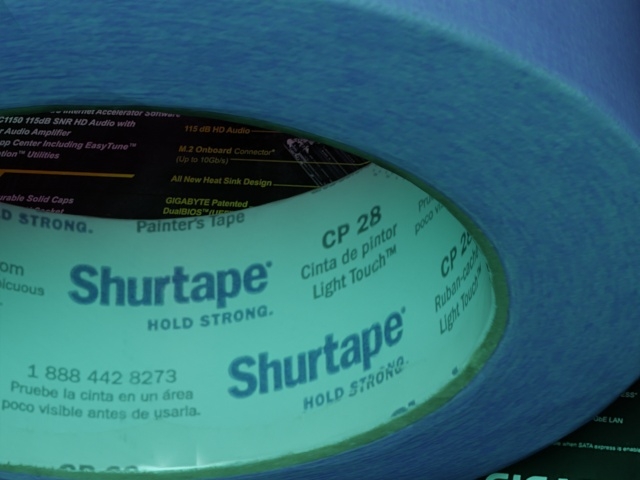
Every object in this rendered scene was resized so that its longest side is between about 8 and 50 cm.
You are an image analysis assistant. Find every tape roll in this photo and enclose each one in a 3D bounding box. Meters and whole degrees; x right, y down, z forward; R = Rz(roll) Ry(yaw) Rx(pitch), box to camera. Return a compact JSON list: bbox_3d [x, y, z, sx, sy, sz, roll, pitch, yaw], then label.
[{"bbox_3d":[-0.050,-0.016,0.458,0.274,0.275,0.090,-8,60,9],"label":"tape roll"}]

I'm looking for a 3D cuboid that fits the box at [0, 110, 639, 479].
[{"bbox_3d":[0.000,0.000,0.644,0.322,0.079,0.257,3,59,16],"label":"box"}]
